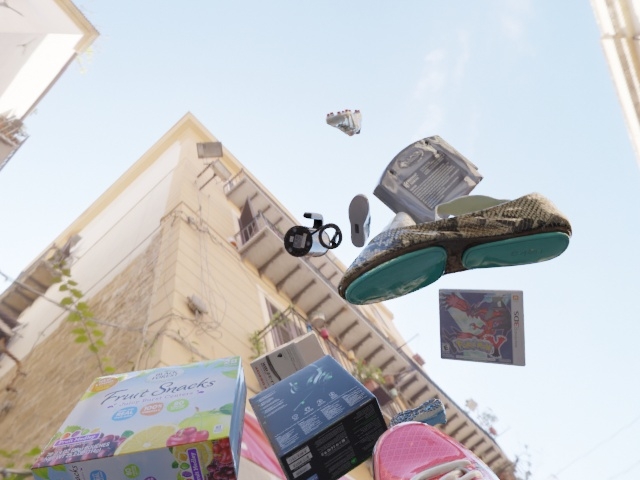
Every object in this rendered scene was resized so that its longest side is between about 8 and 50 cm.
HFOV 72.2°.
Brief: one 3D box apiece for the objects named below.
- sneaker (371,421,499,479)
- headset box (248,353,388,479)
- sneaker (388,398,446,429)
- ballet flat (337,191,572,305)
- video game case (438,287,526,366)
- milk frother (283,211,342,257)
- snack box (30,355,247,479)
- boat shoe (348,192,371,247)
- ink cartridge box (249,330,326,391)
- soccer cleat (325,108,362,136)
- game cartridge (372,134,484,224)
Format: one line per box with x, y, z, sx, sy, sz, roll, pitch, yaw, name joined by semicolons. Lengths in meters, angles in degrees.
0.125;0.219;0.315;0.116;0.314;0.136;-18;-69;-11;sneaker
-0.016;0.426;1.059;0.246;0.283;0.131;-25;-73;-19;headset box
0.251;0.476;1.129;0.162;0.063;0.073;-25;-84;8;sneaker
0.256;0.000;0.908;0.483;0.182;0.164;-14;-39;-2;ballet flat
0.398;0.212;1.092;0.201;0.023;0.183;-2;-91;28;video game case
0.000;0.000;1.181;0.143;0.135;0.129;32;-80;20;milk frother
-0.203;0.229;0.547;0.207;0.174;0.070;-7;-75;-3;snack box
0.091;-0.049;0.987;0.049;0.040;0.142;18;-49;22;boat shoe
-0.100;0.465;1.549;0.273;0.114;0.197;-34;-100;39;ink cartridge box
0.077;-0.341;1.281;0.068;0.196;0.076;-2;-76;29;soccer cleat
0.263;-0.145;1.076;0.297;0.198;0.062;-40;-16;-36;game cartridge
